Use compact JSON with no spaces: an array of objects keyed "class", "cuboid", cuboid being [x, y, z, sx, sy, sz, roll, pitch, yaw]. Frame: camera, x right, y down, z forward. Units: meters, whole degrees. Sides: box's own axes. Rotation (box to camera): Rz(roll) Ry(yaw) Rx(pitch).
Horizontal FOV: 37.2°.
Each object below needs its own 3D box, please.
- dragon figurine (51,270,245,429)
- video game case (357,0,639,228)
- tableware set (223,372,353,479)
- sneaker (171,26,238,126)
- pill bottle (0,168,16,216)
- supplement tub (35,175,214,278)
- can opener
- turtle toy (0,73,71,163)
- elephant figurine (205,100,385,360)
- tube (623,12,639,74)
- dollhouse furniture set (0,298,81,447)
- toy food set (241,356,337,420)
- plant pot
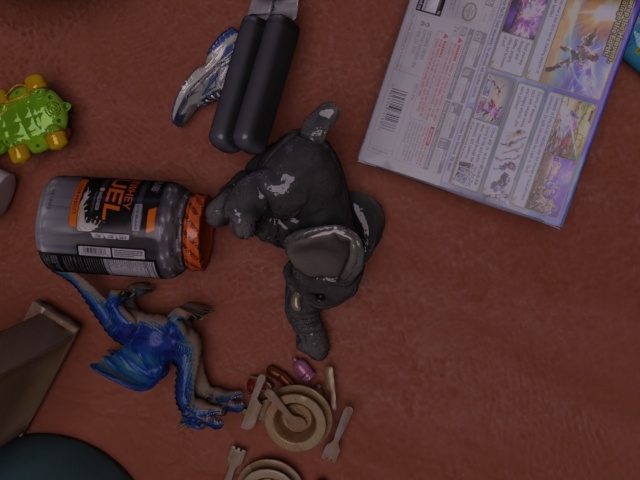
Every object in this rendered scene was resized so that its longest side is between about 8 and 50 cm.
[{"class":"dragon figurine","cuboid":[-0.221,0.130,1.152,0.289,0.085,0.144,19,97,2]},{"class":"video game case","cuboid":[0.200,-0.178,1.077,0.244,0.061,0.269,20,98,14]},{"class":"tableware set","cuboid":[-0.048,0.267,1.158,0.128,0.039,0.194,19,106,3]},{"class":"sneaker","cuboid":[-0.126,-0.185,1.130,0.058,0.052,0.135,37,98,-3]},{"class":"pill bottle","cuboid":[-0.455,-0.080,1.154,0.152,0.086,0.086,23,97,2]},{"class":"supplement tub","cuboid":[-0.227,-0.015,1.123,0.191,0.117,0.116,3,96,5]},{"class":"can opener","cuboid":[-0.072,-0.236,1.078,0.074,0.093,0.280,7,81,40]},{"class":"turtle toy","cuboid":[-0.358,-0.140,1.148,0.130,0.066,0.095,-19,92,8]},{"class":"elephant figurine","cuboid":[0.000,0.000,1.101,0.239,0.186,0.169,48,65,-11]},{"class":"tube","cuboid":[0.355,-0.241,1.084,0.080,0.052,0.207,-45,85,1]},{"class":"dollhouse furniture set","cuboid":[-0.526,0.092,1.094,0.394,0.256,0.362,31,103,6]},{"class":"toy food set","cuboid":[-0.039,0.183,1.175,0.122,0.019,0.077,-4,95,14]},{"class":"plant pot","cuboid":[-0.362,0.401,1.138,0.290,0.195,0.290,1,96,5]}]
